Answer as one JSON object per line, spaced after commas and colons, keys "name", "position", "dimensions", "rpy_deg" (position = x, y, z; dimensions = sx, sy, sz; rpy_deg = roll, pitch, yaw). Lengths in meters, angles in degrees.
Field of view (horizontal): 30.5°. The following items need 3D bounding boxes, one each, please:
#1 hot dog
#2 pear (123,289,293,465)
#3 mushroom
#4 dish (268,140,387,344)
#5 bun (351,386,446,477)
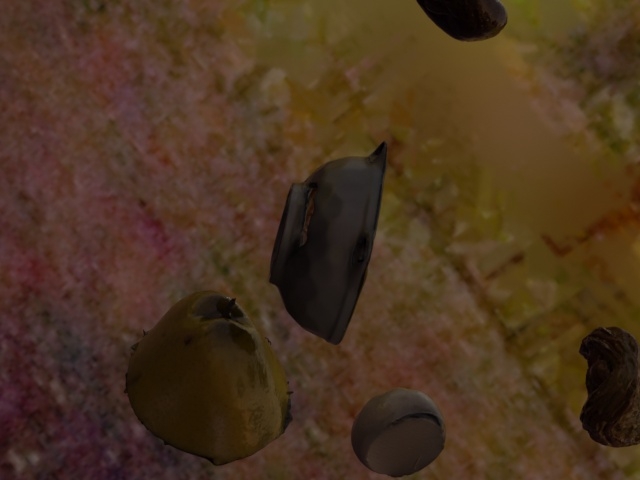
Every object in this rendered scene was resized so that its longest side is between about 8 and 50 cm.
{"name": "hot dog", "position": [0.486, 0.242, 1.964], "dimensions": [0.259, 0.114, 0.175], "rpy_deg": [54, 41, -55]}
{"name": "pear", "position": [-0.154, 0.171, 1.675], "dimensions": [0.267, 0.267, 0.178], "rpy_deg": [61, -26, 30]}
{"name": "mushroom", "position": [0.241, -0.455, 2.130], "dimensions": [0.194, 0.138, 0.231], "rpy_deg": [0, -51, 52]}
{"name": "dish", "position": [0.000, 0.000, 1.638], "dimensions": [0.120, 0.303, 0.303], "rpy_deg": [13, 23, -4]}
{"name": "bun", "position": [0.134, 0.332, 2.111], "dimensions": [0.173, 0.173, 0.120], "rpy_deg": [39, 17, -40]}
